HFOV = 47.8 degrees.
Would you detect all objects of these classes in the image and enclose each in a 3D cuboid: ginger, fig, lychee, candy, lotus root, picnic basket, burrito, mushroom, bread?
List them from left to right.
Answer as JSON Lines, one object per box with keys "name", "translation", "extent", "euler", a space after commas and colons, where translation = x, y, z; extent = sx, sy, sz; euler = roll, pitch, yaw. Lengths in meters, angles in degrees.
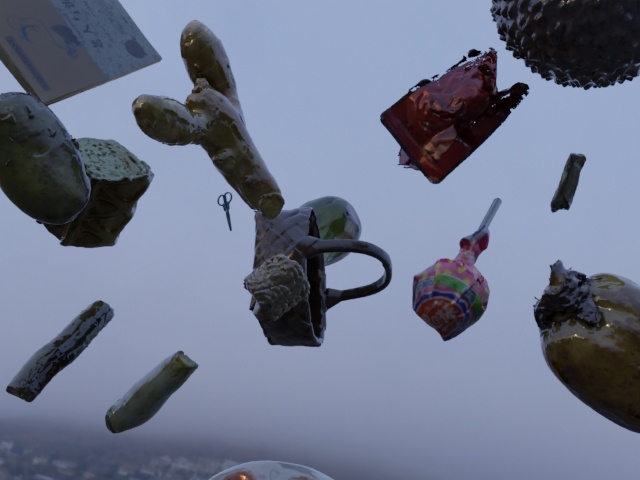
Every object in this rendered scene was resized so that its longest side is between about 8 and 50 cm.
{"name": "bread", "translation": [-0.555, -0.117, 1.745], "extent": [0.239, 0.196, 0.252], "euler": [34, -55, 9]}
{"name": "mushroom", "translation": [-0.375, 0.337, 1.630], "extent": [0.087, 0.107, 0.333], "euler": [43, -59, -7]}
{"name": "ginger", "translation": [-0.198, -0.232, 1.446], "extent": [0.122, 0.363, 0.348], "euler": [-28, -58, 21]}
{"name": "candy", "translation": [-0.079, 0.082, 1.255], "extent": [0.095, 0.110, 0.085], "euler": [63, -12, -15]}
{"name": "fig", "translation": [0.000, 0.000, 1.991], "extent": [0.206, 0.275, 0.206], "euler": [8, -57, 12]}
{"name": "picnic basket", "translation": [0.013, 0.079, 1.681], "extent": [0.337, 0.337, 0.293], "euler": [7, -28, 15]}
{"name": "candy", "translation": [0.258, 0.023, 1.236], "extent": [0.124, 0.365, 0.124], "euler": [17, -51, 21]}
{"name": "burrito", "translation": [0.629, -0.144, 1.831], "extent": [0.051, 0.042, 0.171], "euler": [-2, -61, -17]}
{"name": "lychee", "translation": [0.499, -0.450, 1.295], "extent": [0.381, 0.380, 0.432], "euler": [2, -13, 24]}
{"name": "lotus root", "translation": [0.405, 0.155, 0.948], "extent": [0.314, 0.169, 0.141], "euler": [41, -11, 11]}

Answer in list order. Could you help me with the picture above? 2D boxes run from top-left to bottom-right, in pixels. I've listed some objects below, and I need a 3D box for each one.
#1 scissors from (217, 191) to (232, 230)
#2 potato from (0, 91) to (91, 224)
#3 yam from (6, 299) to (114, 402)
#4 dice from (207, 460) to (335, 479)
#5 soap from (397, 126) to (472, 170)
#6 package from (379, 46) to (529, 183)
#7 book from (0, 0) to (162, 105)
{"name": "scissors", "translation": [-0.181, -0.055, 1.409], "extent": [0.006, 0.036, 0.083], "euler": [20, -51, 40]}
{"name": "potato", "translation": [-0.492, -0.138, 1.249], "extent": [0.113, 0.149, 0.251], "euler": [-5, -65, 54]}
{"name": "yam", "translation": [-0.565, 0.236, 1.590], "extent": [0.071, 0.317, 0.067], "euler": [14, -55, 15]}
{"name": "dice", "translation": [-0.087, 0.624, 1.399], "extent": [0.304, 0.277, 0.304], "euler": [0, -60, 21]}
{"name": "soap", "translation": [0.279, -0.259, 1.834], "extent": [0.099, 0.162, 0.250], "euler": [-6, -18, -23]}
{"name": "package", "translation": [0.274, -0.263, 1.446], "extent": [0.269, 0.194, 0.071], "euler": [-35, -24, 0]}
{"name": "book", "translation": [-0.538, -0.447, 1.545], "extent": [0.032, 0.389, 0.269], "euler": [-32, -81, 37]}
